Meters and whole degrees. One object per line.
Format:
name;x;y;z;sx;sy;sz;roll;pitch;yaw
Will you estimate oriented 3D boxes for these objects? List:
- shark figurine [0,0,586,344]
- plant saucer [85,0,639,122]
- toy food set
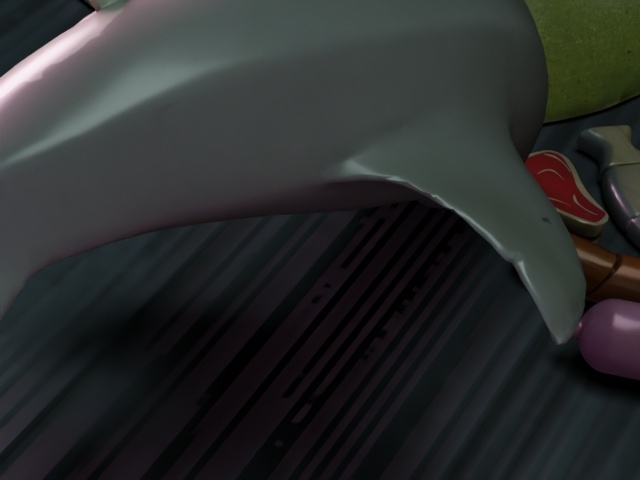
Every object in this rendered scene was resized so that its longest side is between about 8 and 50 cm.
shark figurine;-0.011;-0.002;0.366;0.278;0.166;0.116;-29;66;-38
plant saucer;0.019;-0.125;0.609;0.241;0.037;0.241;9;40;-7
toy food set;0.089;0.008;0.486;0.078;0.019;0.122;-13;46;-29
